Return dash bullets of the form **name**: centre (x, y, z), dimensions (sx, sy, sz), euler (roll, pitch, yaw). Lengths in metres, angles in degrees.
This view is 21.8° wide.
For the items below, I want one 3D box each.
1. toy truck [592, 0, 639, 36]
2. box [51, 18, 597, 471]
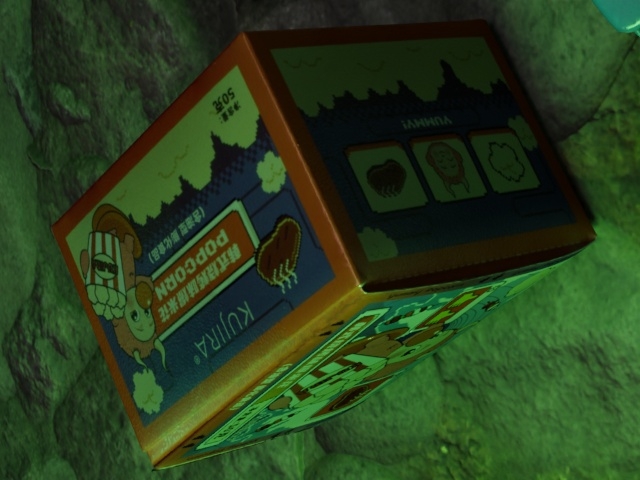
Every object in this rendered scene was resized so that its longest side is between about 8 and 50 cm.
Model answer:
- **toy truck**: centre (0.336, -0.292, 1.176), dimensions (0.385, 0.162, 0.161), euler (-28, 94, 30)
- **box**: centre (0.000, 0.000, 1.509), dimensions (0.348, 0.318, 0.257), euler (-39, 71, 41)
